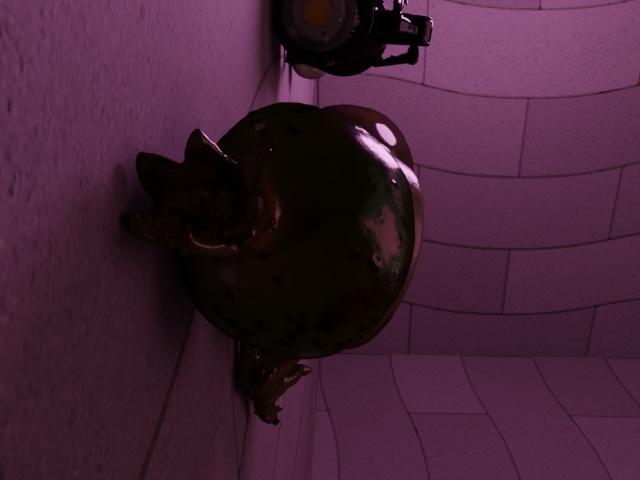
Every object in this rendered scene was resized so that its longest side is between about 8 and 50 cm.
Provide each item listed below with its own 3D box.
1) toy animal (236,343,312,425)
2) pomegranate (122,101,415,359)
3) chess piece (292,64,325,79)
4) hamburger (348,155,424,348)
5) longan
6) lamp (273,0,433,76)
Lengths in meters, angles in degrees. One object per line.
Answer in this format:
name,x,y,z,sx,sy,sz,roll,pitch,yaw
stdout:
toy animal,-0.077,0.198,0.982,0.218,0.103,0.101,91,20,-65
pomegranate,-0.028,-0.030,0.584,0.286,0.231,0.230,67,21,-56
chess piece,-0.020,-0.534,1.709,0.144,0.145,0.251,-85,-179,-62
hamburger,0.000,0.000,0.859,0.302,0.170,0.302,-54,-156,39
longan,0.087,-0.203,1.907,0.404,0.336,0.404,53,-6,8
lamp,0.016,-0.453,1.393,0.272,0.374,0.204,-7,107,-56
